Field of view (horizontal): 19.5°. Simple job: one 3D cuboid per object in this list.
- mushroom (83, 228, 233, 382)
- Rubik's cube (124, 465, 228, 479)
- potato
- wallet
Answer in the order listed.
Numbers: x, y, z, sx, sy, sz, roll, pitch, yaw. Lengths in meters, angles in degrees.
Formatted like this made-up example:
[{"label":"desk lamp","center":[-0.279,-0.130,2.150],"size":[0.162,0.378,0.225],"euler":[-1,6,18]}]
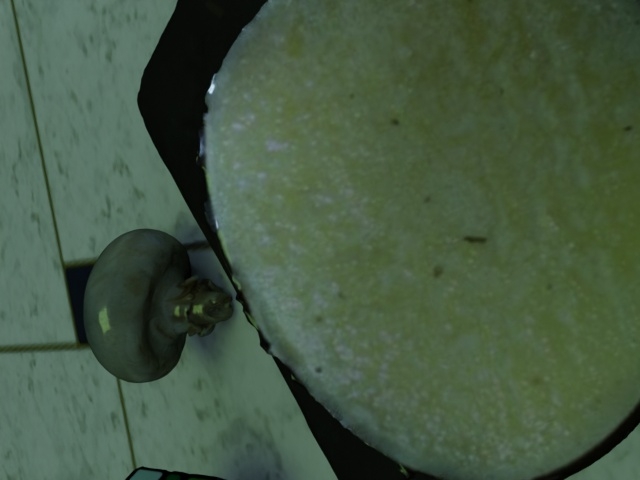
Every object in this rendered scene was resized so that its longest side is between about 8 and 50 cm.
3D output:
[{"label":"mushroom","center":[-0.085,0.037,1.014],"size":[0.079,0.085,0.085],"euler":[6,110,15]},{"label":"Rubik's cube","center":[-0.072,0.182,0.988],"size":[0.112,0.133,0.133],"euler":[-118,23,-78]},{"label":"potato","center":[0.058,-0.012,0.700],"size":[0.202,0.182,0.117],"euler":[52,-178,10]},{"label":"wallet","center":[0.000,0.000,0.876],"size":[0.309,0.042,0.165],"euler":[62,147,26]}]
